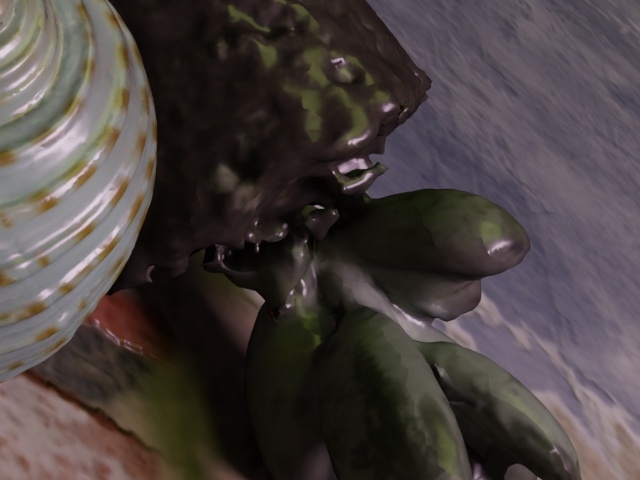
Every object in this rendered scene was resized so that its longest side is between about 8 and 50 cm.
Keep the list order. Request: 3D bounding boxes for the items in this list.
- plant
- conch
[{"bbox_3d":[0.000,-0.001,0.701,0.274,0.149,0.146,57,28,10],"label":"plant"},{"bbox_3d":[-0.102,-0.025,0.573,0.153,0.102,0.135,65,20,-50],"label":"conch"}]
